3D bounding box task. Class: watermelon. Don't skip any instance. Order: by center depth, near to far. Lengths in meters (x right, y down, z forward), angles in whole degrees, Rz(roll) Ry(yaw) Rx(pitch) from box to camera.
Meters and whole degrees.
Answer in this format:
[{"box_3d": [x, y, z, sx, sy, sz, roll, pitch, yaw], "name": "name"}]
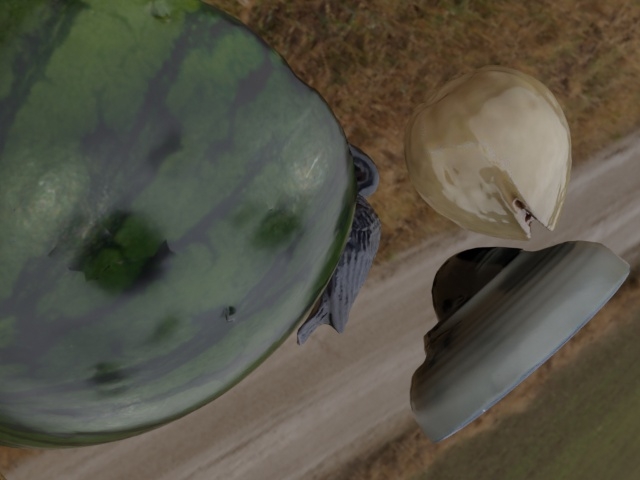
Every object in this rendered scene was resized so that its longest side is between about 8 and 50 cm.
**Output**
[{"box_3d": [-0.149, 0.017, 0.460, 0.330, 0.331, 0.189, 68, 35, -60], "name": "watermelon"}]

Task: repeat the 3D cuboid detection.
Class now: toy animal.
[{"box_3d": [0.000, 0.000, 1.237, 0.186, 0.298, 0.122, -1, 166, -14], "name": "toy animal"}]

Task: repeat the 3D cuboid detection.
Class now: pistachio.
[{"box_3d": [0.215, -0.096, 1.050, 0.193, 0.213, 0.318, -32, 146, 15], "name": "pistachio"}]

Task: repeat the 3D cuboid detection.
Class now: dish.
[{"box_3d": [0.174, 0.074, 0.902, 0.273, 0.134, 0.273, -41, 170, -9], "name": "dish"}]

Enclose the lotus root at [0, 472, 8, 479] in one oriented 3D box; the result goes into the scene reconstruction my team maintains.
[{"box_3d": [-0.503, 0.309, 1.036, 0.316, 0.250, 0.316, 17, 71, -62], "name": "lotus root"}]
